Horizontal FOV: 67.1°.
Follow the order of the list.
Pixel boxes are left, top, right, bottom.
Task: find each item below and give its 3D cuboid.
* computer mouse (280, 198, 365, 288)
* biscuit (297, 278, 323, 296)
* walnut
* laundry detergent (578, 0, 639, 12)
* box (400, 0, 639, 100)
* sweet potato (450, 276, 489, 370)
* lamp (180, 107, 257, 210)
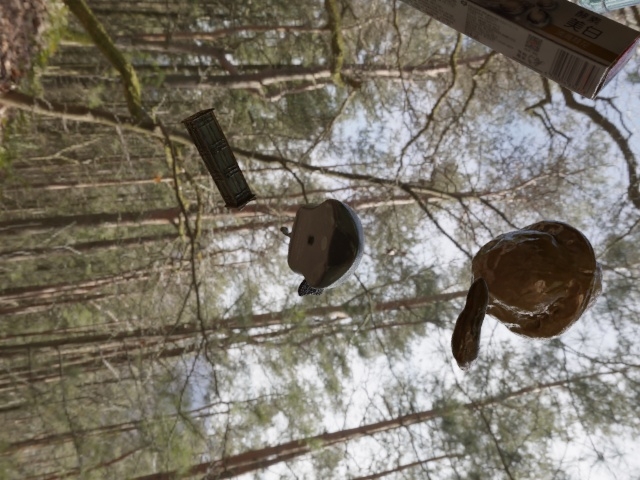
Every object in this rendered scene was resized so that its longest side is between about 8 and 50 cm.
[{"bbox_3d":[0.000,0.000,0.962,0.379,0.090,0.167,21,-82,66],"label":"computer mouse"},{"bbox_3d":[-0.028,0.144,1.475,0.087,0.089,0.027,46,-6,-39],"label":"biscuit"},{"bbox_3d":[0.646,0.118,1.472,0.383,0.384,0.383,174,-90,-75],"label":"walnut"},{"bbox_3d":[0.640,-0.606,0.920,0.305,0.287,0.287,4,-78,38],"label":"laundry detergent"},{"bbox_3d":[0.166,-0.204,0.435,0.218,0.055,0.039,41,-16,23],"label":"box"},{"bbox_3d":[0.269,0.155,0.872,0.053,0.054,0.182,-73,172,-81],"label":"sweet potato"},{"bbox_3d":[-0.320,-0.254,1.549,0.090,0.089,0.325,8,-50,47],"label":"lamp"}]
